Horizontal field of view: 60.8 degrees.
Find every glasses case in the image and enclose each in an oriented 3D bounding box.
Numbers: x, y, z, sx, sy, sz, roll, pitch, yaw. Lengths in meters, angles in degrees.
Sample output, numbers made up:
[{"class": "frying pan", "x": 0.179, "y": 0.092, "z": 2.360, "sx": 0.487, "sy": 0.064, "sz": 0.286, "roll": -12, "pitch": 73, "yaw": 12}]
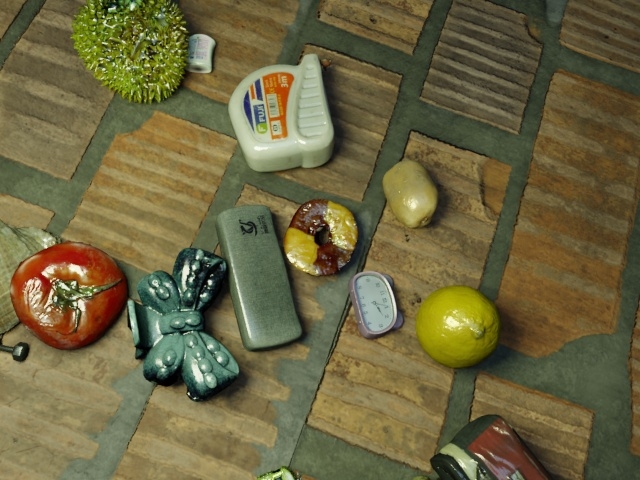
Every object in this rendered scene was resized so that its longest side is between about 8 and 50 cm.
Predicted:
[{"class": "glasses case", "x": -0.140, "y": 0.080, "z": 1.208, "sx": 0.131, "sy": 0.074, "sz": 0.324, "roll": -9, "pitch": 74, "yaw": -23}]

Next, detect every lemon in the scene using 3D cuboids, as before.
[{"class": "lemon", "x": 0.294, "y": 0.184, "z": 1.164, "sx": 0.178, "sy": 0.203, "sz": 0.179, "roll": 0, "pitch": 89, "yaw": -10}]

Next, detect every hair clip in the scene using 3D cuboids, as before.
[{"class": "hair clip", "x": -0.289, "y": 0.177, "z": 1.130, "sx": 0.206, "sy": 0.194, "sz": 0.311, "roll": -3, "pitch": 71, "yaw": -19}]

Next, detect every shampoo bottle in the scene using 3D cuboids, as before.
[{"class": "shampoo bottle", "x": -0.306, "y": -0.479, "z": 1.387, "sx": 0.072, "sy": 0.043, "sz": 0.099, "roll": 5, "pitch": 72, "yaw": -2}]

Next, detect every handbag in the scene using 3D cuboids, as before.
[{"class": "handbag", "x": 0.353, "y": 0.495, "z": 1.086, "sx": 0.181, "sy": 0.181, "sz": 0.254, "roll": -34, "pitch": 76, "yaw": -16}]

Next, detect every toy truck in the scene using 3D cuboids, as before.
[{"class": "toy truck", "x": -0.056, "y": 0.534, "z": 1.086, "sx": 0.100, "sy": 0.077, "sz": 0.169, "roll": -25, "pitch": 76, "yaw": -9}]

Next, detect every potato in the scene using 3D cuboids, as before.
[{"class": "potato", "x": 0.215, "y": -0.114, "z": 1.294, "sx": 0.109, "sy": 0.118, "sz": 0.178, "roll": 8, "pitch": 53, "yaw": -39}]

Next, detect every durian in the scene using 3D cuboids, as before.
[{"class": "durian", "x": -0.446, "y": -0.473, "z": 1.290, "sx": 0.290, "sy": 0.224, "sz": 0.292, "roll": -6, "pitch": 105, "yaw": -24}]

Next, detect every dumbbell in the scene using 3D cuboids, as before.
[{"class": "dumbbell", "x": -0.657, "y": 0.226, "z": 1.142, "sx": 0.083, "sy": 0.040, "sz": 0.036, "roll": 12, "pitch": 41, "yaw": -2}]

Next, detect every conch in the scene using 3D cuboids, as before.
[{"class": "conch", "x": -0.726, "y": 0.051, "z": 1.105, "sx": 0.351, "sy": 0.210, "sz": 0.298, "roll": -9, "pitch": 82, "yaw": -7}]

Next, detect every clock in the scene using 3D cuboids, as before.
[{"class": "clock", "x": 0.129, "y": 0.140, "z": 1.237, "sx": 0.109, "sy": 0.050, "sz": 0.153, "roll": -12, "pitch": 75, "yaw": -9}]

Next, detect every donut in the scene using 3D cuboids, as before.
[{"class": "donut", "x": 0.000, "y": 0.000, "z": 1.255, "sx": 0.166, "sy": 0.073, "sz": 0.184, "roll": 9, "pitch": 72, "yaw": -2}]

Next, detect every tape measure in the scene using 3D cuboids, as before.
[{"class": "tape measure", "x": -0.084, "y": -0.299, "z": 1.313, "sx": 0.264, "sy": 0.130, "sz": 0.259, "roll": -9, "pitch": 71, "yaw": -2}]

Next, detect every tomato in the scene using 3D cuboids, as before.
[{"class": "tomato", "x": -0.510, "y": 0.116, "z": 1.114, "sx": 0.227, "sy": 0.101, "sz": 0.228, "roll": -2, "pitch": 94, "yaw": -28}]

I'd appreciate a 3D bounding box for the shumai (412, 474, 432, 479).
[{"class": "shumai", "x": 0.225, "y": 0.549, "z": 1.107, "sx": 0.087, "sy": 0.099, "sz": 0.124, "roll": 22, "pitch": 74, "yaw": -16}]
